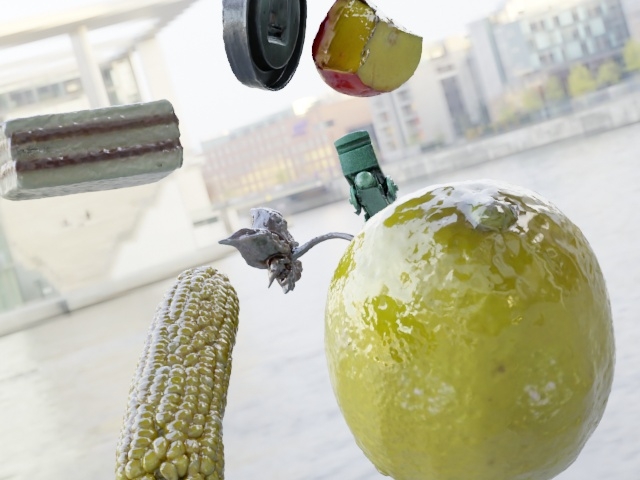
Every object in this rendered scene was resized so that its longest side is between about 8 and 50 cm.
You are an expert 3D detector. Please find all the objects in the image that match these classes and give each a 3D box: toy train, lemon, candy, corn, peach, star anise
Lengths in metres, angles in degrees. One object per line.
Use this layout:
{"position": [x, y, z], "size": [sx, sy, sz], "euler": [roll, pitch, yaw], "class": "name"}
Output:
{"position": [0.090, -0.086, 2.042], "size": [0.083, 0.132, 0.200], "euler": [-18, -27, 5], "class": "toy train"}
{"position": [0.169, 0.085, 1.384], "size": [0.364, 0.364, 0.364], "euler": [-16, 2, 1], "class": "lemon"}
{"position": [-0.407, -0.154, 2.125], "size": [0.321, 0.135, 0.179], "euler": [-12, -2, -29], "class": "candy"}
{"position": [-0.133, 0.137, 1.170], "size": [0.102, 0.102, 0.313], "euler": [-16, 35, 12], "class": "corn"}
{"position": [0.058, -0.245, 1.577], "size": [0.118, 0.151, 0.151], "euler": [-41, -9, 25], "class": "peach"}
{"position": [0.000, 0.000, 1.656], "size": [0.227, 0.218, 0.148], "euler": [-29, -27, 24], "class": "star anise"}

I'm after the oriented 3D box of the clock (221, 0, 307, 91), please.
{"position": [-0.068, -0.275, 1.496], "size": [0.040, 0.184, 0.184], "euler": [7, 11, 21], "class": "clock"}
